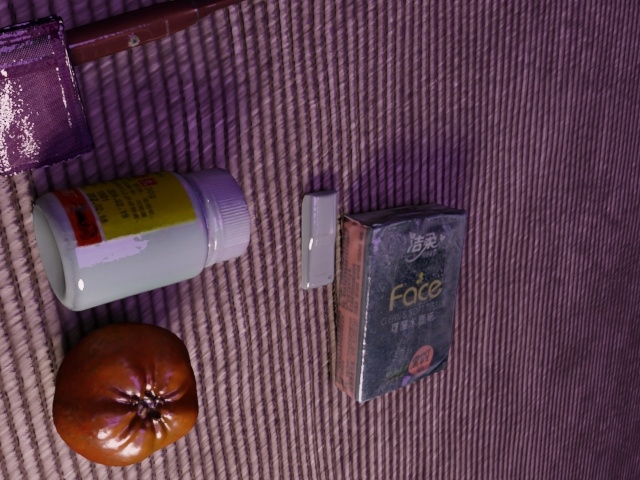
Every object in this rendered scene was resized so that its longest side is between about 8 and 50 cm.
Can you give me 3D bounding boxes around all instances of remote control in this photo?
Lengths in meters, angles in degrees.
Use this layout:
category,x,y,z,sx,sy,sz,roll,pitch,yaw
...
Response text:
category,x,y,z,sx,sy,sz,roll,pitch,yaw
remote control,0.000,0.000,1.007,0.061,0.029,0.162,-13,113,-34

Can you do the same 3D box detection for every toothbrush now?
category,x,y,z,sx,sy,sz,roll,pitch,yaw
toothbrush,-0.203,-0.256,0.752,0.364,0.041,0.040,-29,121,-28

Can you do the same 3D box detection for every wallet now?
category,x,y,z,sx,sy,sz,roll,pitch,yaw
wallet,-0.310,-0.148,0.673,0.111,0.030,0.165,-29,142,-29

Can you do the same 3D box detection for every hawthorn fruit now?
category,x,y,z,sx,sy,sz,roll,pitch,yaw
hawthorn fruit,-0.240,0.187,0.782,0.189,0.189,0.189,-14,113,-35

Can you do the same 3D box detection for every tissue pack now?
category,x,y,z,sx,sy,sz,roll,pitch,yaw
tissue pack,0.134,0.099,1.099,0.228,0.103,0.315,-11,112,-38

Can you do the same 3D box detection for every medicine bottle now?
category,x,y,z,sx,sy,sz,roll,pitch,yaw
medicine bottle,-0.211,-0.009,0.760,0.226,0.139,0.139,-16,114,-34
